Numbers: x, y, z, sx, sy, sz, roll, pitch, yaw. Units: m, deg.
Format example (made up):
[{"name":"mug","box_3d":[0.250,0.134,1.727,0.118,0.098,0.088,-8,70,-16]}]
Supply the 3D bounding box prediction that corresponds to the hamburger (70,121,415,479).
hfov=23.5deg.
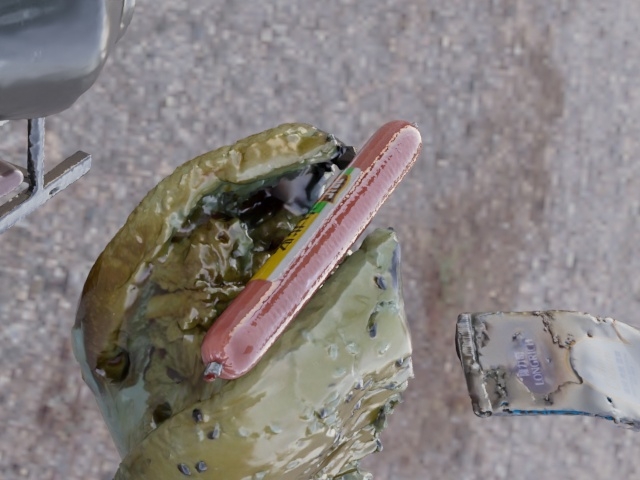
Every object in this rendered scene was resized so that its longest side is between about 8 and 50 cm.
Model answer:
[{"name":"hamburger","box_3d":[-0.054,0.078,0.929,0.192,0.168,0.288,-27,156,-24]}]

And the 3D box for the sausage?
[{"name":"sausage","box_3d":[0.000,0.000,0.781,0.223,0.029,0.029,-51,137,-42]}]

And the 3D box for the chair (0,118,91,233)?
[{"name":"chair","box_3d":[-0.483,-0.098,1.864,0.416,0.240,0.203,-52,158,-49]}]

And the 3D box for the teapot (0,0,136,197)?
[{"name":"teapot","box_3d":[-0.348,-0.165,1.167,0.361,0.305,0.376,-27,128,-29]}]

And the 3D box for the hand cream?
[{"name":"hand cream","box_3d":[0.139,0.066,0.683,0.062,0.163,0.039,-95,-154,-42]}]
